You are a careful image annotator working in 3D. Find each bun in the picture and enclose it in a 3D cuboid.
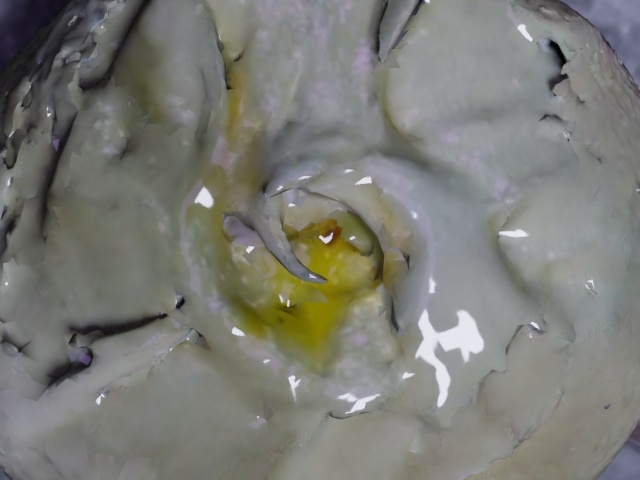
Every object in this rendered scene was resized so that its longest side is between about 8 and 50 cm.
[{"bbox_3d":[0.000,0.000,0.569,0.239,0.141,0.239,0,90,-3],"label":"bun"}]
